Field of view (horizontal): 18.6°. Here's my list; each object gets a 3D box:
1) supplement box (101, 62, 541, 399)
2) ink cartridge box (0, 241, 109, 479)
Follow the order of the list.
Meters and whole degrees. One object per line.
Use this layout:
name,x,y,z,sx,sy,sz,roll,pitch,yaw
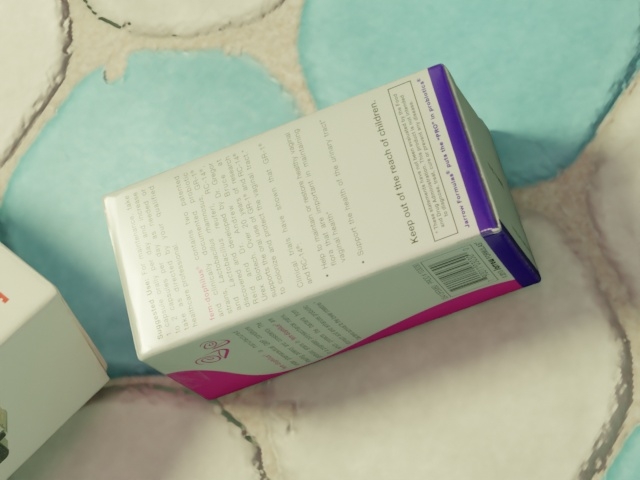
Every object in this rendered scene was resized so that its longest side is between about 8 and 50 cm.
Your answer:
supplement box,0.000,0.000,1.142,0.220,0.111,0.114,-21,67,11
ink cartridge box,-0.295,0.097,1.164,0.198,0.114,0.273,35,71,30
